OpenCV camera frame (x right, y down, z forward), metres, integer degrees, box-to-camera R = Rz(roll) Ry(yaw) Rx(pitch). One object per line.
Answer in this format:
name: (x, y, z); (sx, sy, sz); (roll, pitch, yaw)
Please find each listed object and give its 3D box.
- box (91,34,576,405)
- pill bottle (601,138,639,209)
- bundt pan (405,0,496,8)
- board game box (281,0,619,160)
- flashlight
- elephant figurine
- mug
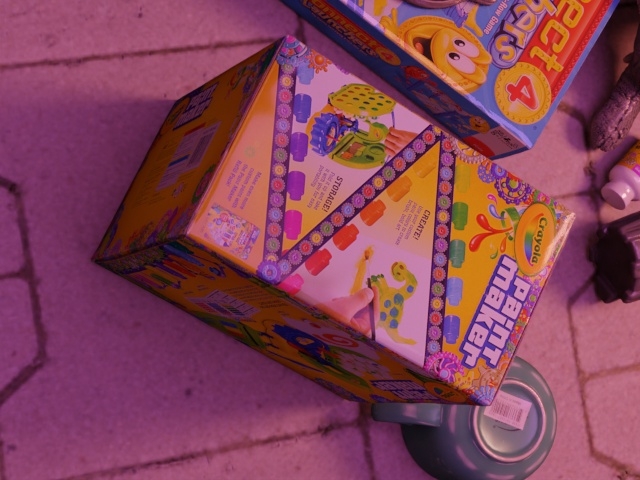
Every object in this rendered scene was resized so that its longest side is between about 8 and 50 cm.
box: (0.000, 0.000, 1.306); (0.279, 0.290, 0.177); (31, 75, -17)
pill bottle: (0.317, -0.069, 1.567); (0.083, 0.043, 0.043); (-45, 102, -18)
bundt pan: (0.124, -0.375, 1.381); (0.331, 0.124, 0.330); (1, 86, -21)
board game box: (0.140, -0.287, 1.492); (0.302, 0.086, 0.308); (35, 74, -15)
flashlight: (0.417, -0.024, 1.571); (0.304, 0.103, 0.103); (-16, 93, -22)
elephant figurine: (0.366, -0.214, 1.516); (0.239, 0.169, 0.186); (-48, 131, -27)
mug: (0.141, 0.170, 1.450); (0.158, 0.097, 0.129); (-27, 96, -21)
